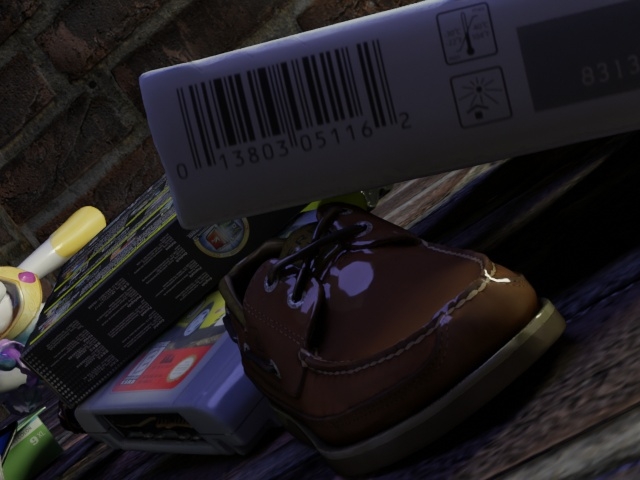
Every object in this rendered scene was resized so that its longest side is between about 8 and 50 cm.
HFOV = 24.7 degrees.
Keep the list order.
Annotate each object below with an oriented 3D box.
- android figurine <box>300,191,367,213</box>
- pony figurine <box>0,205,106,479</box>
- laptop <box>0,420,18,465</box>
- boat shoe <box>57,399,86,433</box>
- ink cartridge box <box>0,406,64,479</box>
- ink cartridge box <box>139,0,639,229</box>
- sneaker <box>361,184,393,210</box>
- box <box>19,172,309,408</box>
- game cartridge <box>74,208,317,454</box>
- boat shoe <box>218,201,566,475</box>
[{"bbox_3d":[-0.071,0.036,1.285,0.248,0.056,0.273,-21,27,27],"label":"android figurine"},{"bbox_3d":[-0.354,0.120,1.398,0.351,0.303,0.363,-47,-6,14],"label":"pony figurine"},{"bbox_3d":[-0.467,0.301,1.538,0.264,0.136,0.234,-4,-19,-39],"label":"laptop"},{"bbox_3d":[-0.254,0.185,1.612,0.073,0.073,0.207,-40,-3,-12],"label":"boat shoe"},{"bbox_3d":[-0.375,0.266,1.744,0.109,0.062,0.209,-39,5,-28],"label":"ink cartridge box"},{"bbox_3d":[0.105,-0.106,0.869,0.308,0.091,0.385,-13,8,15],"label":"ink cartridge box"},{"bbox_3d":[0.037,-0.054,1.933,0.089,0.051,0.170,-30,10,24],"label":"sneaker"},{"bbox_3d":[-0.107,-0.011,1.157,0.270,0.060,0.216,-41,15,11],"label":"box"},{"bbox_3d":[-0.059,0.064,1.036,0.196,0.060,0.294,-46,14,-24],"label":"game cartridge"},{"bbox_3d":[0.009,0.041,0.719,0.111,0.104,0.307,-37,5,-20],"label":"boat shoe"}]
